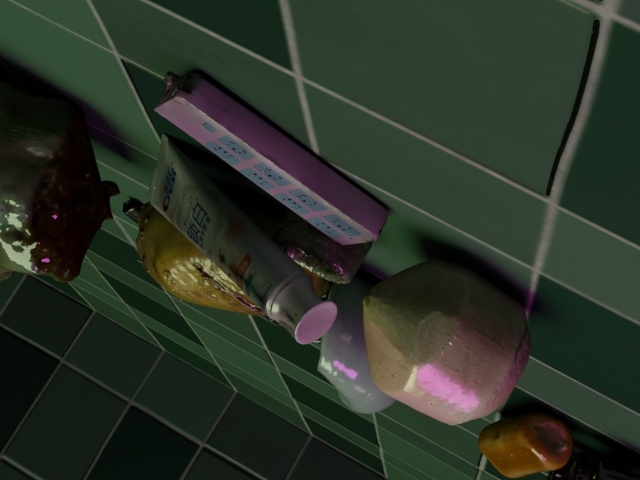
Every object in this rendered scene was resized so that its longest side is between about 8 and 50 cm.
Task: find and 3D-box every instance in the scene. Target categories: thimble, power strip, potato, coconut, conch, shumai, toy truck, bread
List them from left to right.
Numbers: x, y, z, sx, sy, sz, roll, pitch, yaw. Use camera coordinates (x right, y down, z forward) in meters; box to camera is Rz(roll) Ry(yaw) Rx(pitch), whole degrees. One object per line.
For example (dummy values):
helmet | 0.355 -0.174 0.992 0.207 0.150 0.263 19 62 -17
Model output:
shumai | -0.445 -0.077 1.636 0.323 0.397 0.324 -1 163 10
potato | -0.129 0.017 1.571 0.300 0.140 0.173 15 163 39
power strip | -0.050 -0.081 1.276 0.279 0.037 0.109 35 166 -16
thimble | 0.000 0.000 1.402 0.110 0.062 0.084 27 163 13
conch | 0.055 0.126 1.570 0.221 0.121 0.185 52 -162 -75
coconut | 0.122 0.101 1.300 0.183 0.171 0.171 31 166 -12
bread | 0.296 0.290 1.757 0.092 0.074 0.239 50 166 5
toy truck | 0.387 0.364 1.712 0.136 0.111 0.286 17 168 3

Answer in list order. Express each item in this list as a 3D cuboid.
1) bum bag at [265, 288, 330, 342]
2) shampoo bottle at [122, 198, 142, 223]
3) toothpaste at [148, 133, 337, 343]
bum bag | -0.041 0.093 1.754 0.142 0.079 0.326 36 170 4
shampoo bottle | -0.260 -0.018 1.955 0.048 0.027 0.137 18 161 49
toothpaste | -0.103 -0.001 1.418 0.323 0.066 0.100 42 130 34
